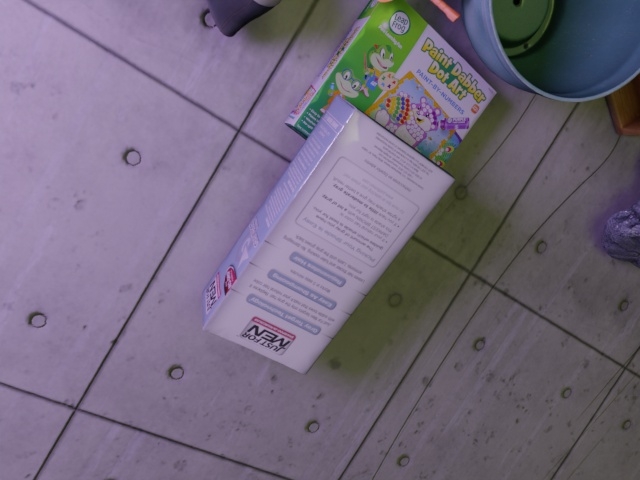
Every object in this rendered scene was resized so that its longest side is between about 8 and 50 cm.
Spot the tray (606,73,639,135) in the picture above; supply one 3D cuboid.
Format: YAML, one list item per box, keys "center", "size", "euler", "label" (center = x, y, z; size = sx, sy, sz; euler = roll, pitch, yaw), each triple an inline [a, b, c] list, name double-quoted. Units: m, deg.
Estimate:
- center: [0.527, -0.357, 0.885]
  size: [0.076, 0.203, 0.410]
  euler: [-35, 114, -11]
  label: "tray"

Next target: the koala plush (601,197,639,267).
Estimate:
- center: [0.663, -0.062, 1.058]
  size: [0.196, 0.203, 0.221]
  euler: [39, 70, -33]
  label: "koala plush"

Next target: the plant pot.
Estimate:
- center: [0.329, -0.358, 0.819]
  size: [0.294, 0.196, 0.292]
  euler: [-4, 107, -13]
  label: "plant pot"

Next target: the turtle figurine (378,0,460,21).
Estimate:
- center: [0.124, -0.397, 0.766]
  size: [0.217, 0.270, 0.087]
  euler: [-45, 157, -15]
  label: "turtle figurine"

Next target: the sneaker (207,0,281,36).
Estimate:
- center: [-0.099, -0.388, 0.735]
  size: [0.083, 0.118, 0.221]
  euler: [17, 71, -36]
  label: "sneaker"

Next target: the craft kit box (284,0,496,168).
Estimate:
- center: [0.114, -0.208, 0.872]
  size: [0.250, 0.061, 0.246]
  euler: [34, 90, -25]
  label: "craft kit box"

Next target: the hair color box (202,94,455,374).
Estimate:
- center: [0.000, 0.000, 0.826]
  size: [0.185, 0.113, 0.374]
  euler: [30, 104, -23]
  label: "hair color box"
